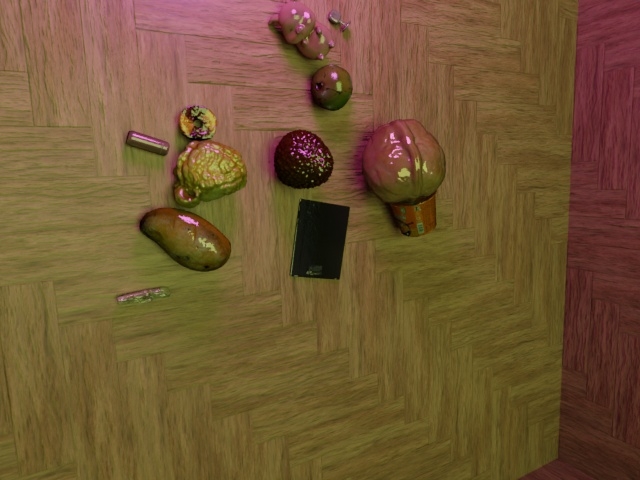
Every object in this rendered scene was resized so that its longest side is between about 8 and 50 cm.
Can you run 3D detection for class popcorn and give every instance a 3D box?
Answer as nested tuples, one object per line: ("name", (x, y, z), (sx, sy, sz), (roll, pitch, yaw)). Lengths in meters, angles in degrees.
("popcorn", (-0.414, -0.256, 1.674), (0.286, 0.174, 0.225), (-22, 99, -17))

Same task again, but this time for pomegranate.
("pomegranate", (0.059, -0.639, 1.901), (0.210, 0.179, 0.179), (-47, 118, -39))

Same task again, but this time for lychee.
("lychee", (-0.067, -0.313, 1.822), (0.236, 0.271, 0.235), (-28, 137, -30))

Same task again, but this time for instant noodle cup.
("instant noodle cup", (0.443, -0.139, 2.157), (0.230, 0.230, 0.182), (-32, 120, -23))

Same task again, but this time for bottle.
("bottle", (-0.606, -0.341, 1.619), (0.140, 0.053, 0.053), (15, 89, -30))

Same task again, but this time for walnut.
("walnut", (0.356, -0.339, 2.000), (0.381, 0.381, 0.381), (-4, 98, -29))

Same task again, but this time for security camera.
("security camera", (0.076, -0.929, 1.940), (0.092, 0.058, 0.058), (36, 78, -16))

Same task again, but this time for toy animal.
("toy animal", (-0.059, -0.828, 1.810), (0.166, 0.154, 0.250), (-47, 123, 9))

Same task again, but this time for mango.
("mango", (-0.483, -0.010, 1.680), (0.329, 0.175, 0.176), (39, 54, -9))

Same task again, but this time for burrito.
("burrito", (-0.641, 0.203, 1.678), (0.186, 0.041, 0.045), (-11, 93, -30))

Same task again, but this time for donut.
("donut", (-0.455, -0.427, 1.691), (0.141, 0.059, 0.140), (-4, 98, -28))

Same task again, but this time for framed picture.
("framed picture", (0.000, 0.000, 2.032), (0.255, 0.014, 0.338), (6, 93, -29))
